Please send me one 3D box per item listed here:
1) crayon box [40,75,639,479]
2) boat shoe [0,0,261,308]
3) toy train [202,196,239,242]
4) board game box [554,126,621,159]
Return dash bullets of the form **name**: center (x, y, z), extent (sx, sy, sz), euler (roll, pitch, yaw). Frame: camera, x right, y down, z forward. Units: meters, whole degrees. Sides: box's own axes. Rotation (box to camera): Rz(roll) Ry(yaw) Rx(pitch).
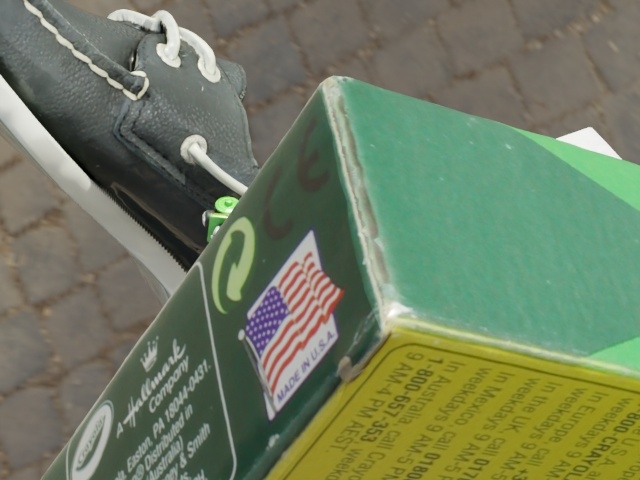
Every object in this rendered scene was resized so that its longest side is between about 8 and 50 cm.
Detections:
- **crayon box**: center (0.093, 0.085, 0.527), extent (0.202, 0.318, 0.081), euler (-52, 36, 36)
- **boat shoe**: center (-0.067, -0.041, 0.758), extent (0.091, 0.302, 0.114), euler (-41, 41, -2)
- **toy train**: center (0.000, 0.000, 0.650), extent (0.083, 0.017, 0.023), euler (5, 39, -4)
- **board game box**: center (0.016, 0.093, 1.144), extent (0.066, 0.318, 0.318), euler (50, 136, 23)
